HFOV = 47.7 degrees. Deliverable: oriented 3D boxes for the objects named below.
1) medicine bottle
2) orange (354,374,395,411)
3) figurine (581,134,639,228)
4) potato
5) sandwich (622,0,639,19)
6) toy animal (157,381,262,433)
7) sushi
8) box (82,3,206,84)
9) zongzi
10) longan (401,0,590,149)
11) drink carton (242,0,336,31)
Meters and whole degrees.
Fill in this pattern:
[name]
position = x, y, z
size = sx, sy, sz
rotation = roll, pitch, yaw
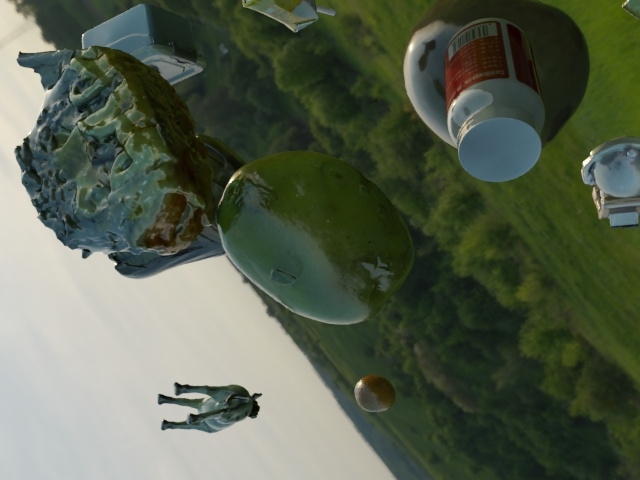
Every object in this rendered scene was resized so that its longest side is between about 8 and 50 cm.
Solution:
[medicine bottle]
position = 0.242, -0.202, 1.019
size = 0.131, 0.131, 0.250
rotation = 57, -152, -38
[orange]
position = 0.109, 0.306, 1.445
size = 0.085, 0.085, 0.085
rotation = 52, 174, 8
[figurine]
position = 0.616, -0.135, 1.469
size = 0.236, 0.163, 0.141
rotation = 58, -146, -54
[potato]
position = 0.000, 0.000, 0.853
size = 0.253, 0.186, 0.148
rotation = 22, -143, -23
[sandwich]
position = 0.713, -0.513, 1.404
size = 0.128, 0.236, 0.122
rotation = 40, 148, 21
[toy animal]
position = -0.147, 0.250, 1.090
size = 0.217, 0.176, 0.073
rotation = 146, 122, -60
[sushi]
position = -0.237, -0.104, 0.831
size = 0.274, 0.184, 0.139
rotation = 65, -164, 21
[box]
position = -0.356, -0.364, 1.433
size = 0.162, 0.227, 0.129
rotation = 0, -103, -59
[zongzi]
position = -0.176, 0.005, 1.251
size = 0.300, 0.286, 0.138
rotation = 41, 173, -13
[longan]
position = 0.338, -0.335, 1.429
size = 0.361, 0.361, 0.361
rotation = 52, 174, 8
[drink carton]
position = -0.057, -0.436, 1.328
size = 0.200, 0.075, 0.084
rotation = 9, -116, -53
